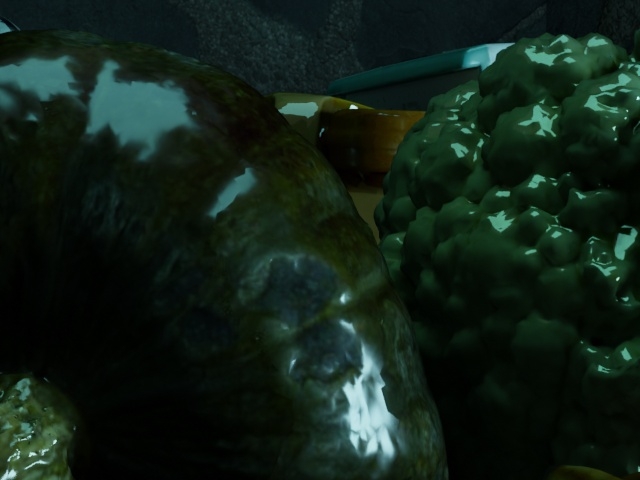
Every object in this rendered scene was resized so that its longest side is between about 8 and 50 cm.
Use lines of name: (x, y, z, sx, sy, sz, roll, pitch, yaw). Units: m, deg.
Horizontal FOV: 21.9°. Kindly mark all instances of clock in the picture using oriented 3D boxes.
clock: (0.119, -0.042, 1.385, 0.116, 0.231, 0.262, -11, 4, -25)

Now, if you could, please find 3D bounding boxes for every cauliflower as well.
cauliflower: (0.164, 0.004, 0.789, 0.281, 0.260, 0.327, -8, 30, -36)

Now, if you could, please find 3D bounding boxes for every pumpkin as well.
pumpkin: (-0.113, 0.030, 0.678, 0.325, 0.232, 0.242, -3, 7, 2)

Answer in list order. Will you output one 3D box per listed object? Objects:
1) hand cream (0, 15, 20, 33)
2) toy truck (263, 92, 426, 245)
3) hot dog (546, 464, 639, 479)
hand cream: (-0.280, -0.040, 1.377, 0.185, 0.118, 0.359, -3, -36, -4)
toy truck: (0.000, 0.000, 1.171, 0.288, 0.204, 0.211, 3, 2, 9)
hot dog: (0.139, 0.120, 0.552, 0.092, 0.062, 0.235, -1, 7, -13)
